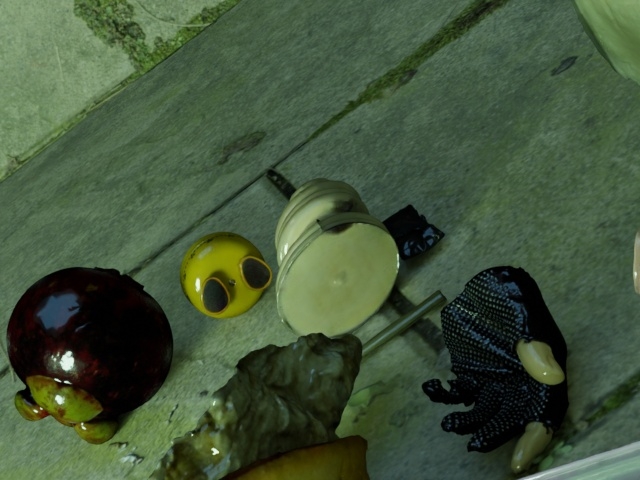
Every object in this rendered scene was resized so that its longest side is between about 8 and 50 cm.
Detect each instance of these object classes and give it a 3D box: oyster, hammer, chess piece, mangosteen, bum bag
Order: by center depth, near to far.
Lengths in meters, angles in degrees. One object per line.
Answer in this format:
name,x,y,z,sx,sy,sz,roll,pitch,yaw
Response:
oyster,-0.069,0.192,1.284,0.341,0.110,0.166,-24,-30,-42
hammer,0.046,0.112,1.488,0.199,0.013,0.062,-36,23,1
bum bag,0.100,-0.009,1.620,0.058,0.034,0.124,-30,19,-2
chess piece,0.000,0.000,1.667,0.307,0.124,0.138,-113,34,-71
mangosteen,-0.274,0.129,1.688,0.210,0.210,0.210,-30,23,14

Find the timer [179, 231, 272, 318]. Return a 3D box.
timer,-0.120,0.041,1.749,0.107,0.107,0.109,-40,26,-9

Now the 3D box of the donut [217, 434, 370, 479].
donut,-0.073,0.266,1.106,0.303,0.110,0.303,-29,-15,-8

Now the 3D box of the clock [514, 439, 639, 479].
clock,0.185,0.223,0.993,0.192,0.071,0.147,-24,25,28

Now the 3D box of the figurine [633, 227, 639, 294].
figurine,0.376,-0.014,1.106,0.276,0.200,0.133,-35,64,8

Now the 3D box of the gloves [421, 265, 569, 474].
gloves,0.162,0.122,1.225,0.129,0.106,0.180,-26,53,26

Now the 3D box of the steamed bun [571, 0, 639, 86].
steamed bun,0.394,-0.260,1.404,0.272,0.290,0.273,-47,29,10
